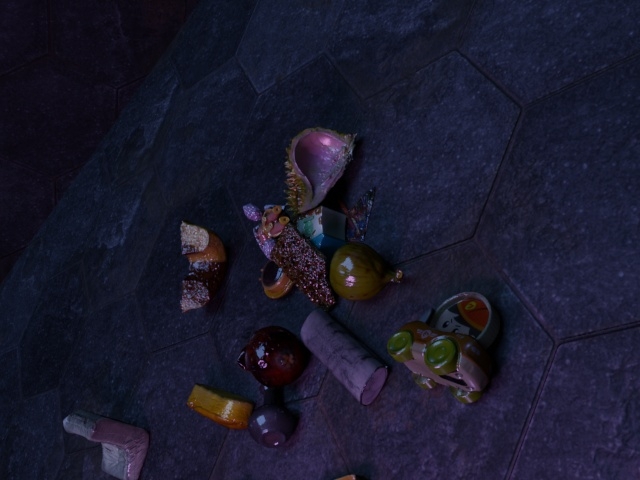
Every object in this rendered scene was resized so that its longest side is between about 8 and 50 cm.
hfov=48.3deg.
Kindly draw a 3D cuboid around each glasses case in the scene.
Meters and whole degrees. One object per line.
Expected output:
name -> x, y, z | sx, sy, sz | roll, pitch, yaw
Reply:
glasses case -> 0.050, 0.283, 1.774 | 0.299, 0.060, 0.114 | 39, 105, 50

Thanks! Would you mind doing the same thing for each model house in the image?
model house -> 0.000, 0.000, 1.946 | 0.127, 0.101, 0.148 | -25, 59, 42

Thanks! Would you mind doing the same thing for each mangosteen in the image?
mangosteen -> -0.131, 0.309, 1.883 | 0.180, 0.166, 0.166 | -23, 54, 51

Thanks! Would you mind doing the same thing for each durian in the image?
durian -> -0.032, -0.180, 2.050 | 0.195, 0.186, 0.305 | 119, 174, -69

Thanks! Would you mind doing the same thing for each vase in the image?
vase -> -0.128, 0.445, 1.857 | 0.120, 0.120, 0.182 | -44, 28, 24

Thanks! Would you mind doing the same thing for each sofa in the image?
sofa -> -0.693, 0.654, 2.275 | 0.210, 0.225, 0.175 | 0, 66, 45

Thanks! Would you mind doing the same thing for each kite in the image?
kite -> 0.078, -0.055, 1.966 | 0.232, 0.009, 0.189 | -46, 42, 21

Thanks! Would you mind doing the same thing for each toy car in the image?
toy car -> 0.281, 0.207, 1.524 | 0.235, 0.145, 0.235 | -27, 34, 21

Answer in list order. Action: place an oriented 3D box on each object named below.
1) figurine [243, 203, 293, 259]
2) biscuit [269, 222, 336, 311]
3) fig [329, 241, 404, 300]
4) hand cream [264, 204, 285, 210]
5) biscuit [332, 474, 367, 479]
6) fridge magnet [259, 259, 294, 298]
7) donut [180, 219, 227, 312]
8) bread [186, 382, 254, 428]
figurine -> -0.135, -0.037, 2.044 | 0.116, 0.240, 0.174 | -26, 82, -6
biscuit -> -0.036, 0.074, 1.902 | 0.237, 0.026, 0.131 | 45, 126, 20
fig -> 0.117, 0.073, 1.772 | 0.187, 0.147, 0.142 | 2, 49, 9
hand cream -> -0.143, -0.100, 2.235 | 0.093, 0.019, 0.030 | 11, 76, 43
biscuit -> 0.030, 0.586, 1.640 | 0.188, 0.056, 0.052 | -34, 46, 33
fridge magnet -> -0.120, 0.098, 2.061 | 0.143, 0.063, 0.143 | -29, 47, 38
donut -> -0.363, 0.084, 2.292 | 0.112, 0.151, 0.294 | 2, 90, 31
bread -> -0.287, 0.470, 2.019 | 0.246, 0.102, 0.094 | 6, 73, 48
